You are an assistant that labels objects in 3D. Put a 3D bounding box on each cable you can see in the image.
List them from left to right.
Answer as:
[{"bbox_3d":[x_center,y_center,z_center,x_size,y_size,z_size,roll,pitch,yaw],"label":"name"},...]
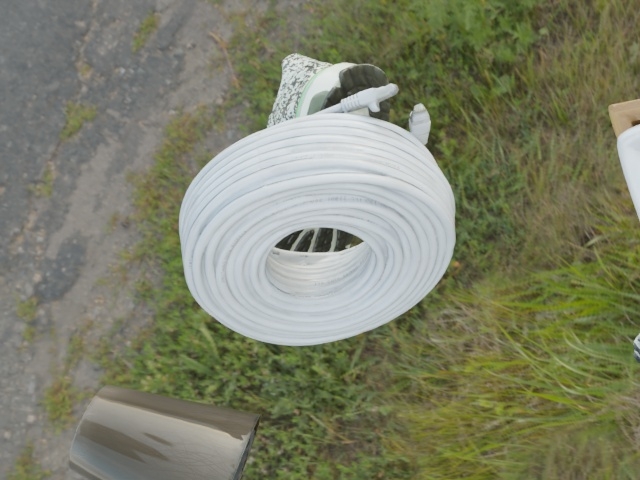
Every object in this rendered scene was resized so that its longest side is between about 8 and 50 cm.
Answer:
[{"bbox_3d":[0.000,0.000,0.724,0.257,0.257,0.089,-17,47,8],"label":"cable"}]

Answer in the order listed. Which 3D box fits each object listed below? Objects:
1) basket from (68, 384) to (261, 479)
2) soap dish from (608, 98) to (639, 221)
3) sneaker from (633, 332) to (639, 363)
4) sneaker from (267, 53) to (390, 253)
[{"bbox_3d":[-0.226,0.306,1.112,0.227,0.154,0.204,19,61,3],"label":"basket"},{"bbox_3d":[0.354,0.011,0.533,0.118,0.291,0.229,-36,18,-31],"label":"soap dish"},{"bbox_3d":[0.451,0.132,0.764,0.275,0.107,0.110,16,63,19],"label":"sneaker"},{"bbox_3d":[-0.043,-0.079,1.110,0.182,0.158,0.410,41,117,41],"label":"sneaker"}]
